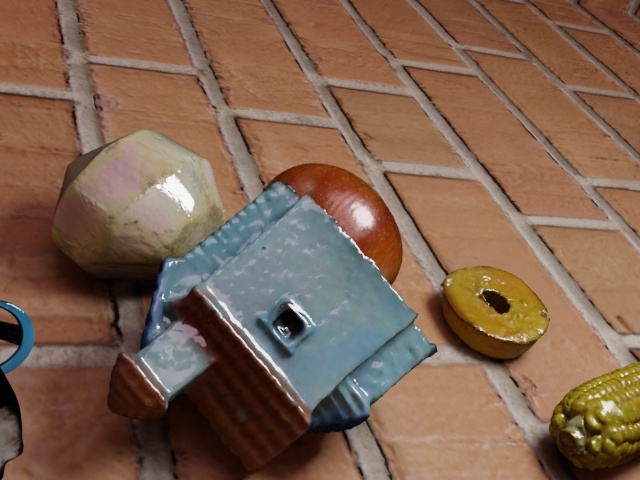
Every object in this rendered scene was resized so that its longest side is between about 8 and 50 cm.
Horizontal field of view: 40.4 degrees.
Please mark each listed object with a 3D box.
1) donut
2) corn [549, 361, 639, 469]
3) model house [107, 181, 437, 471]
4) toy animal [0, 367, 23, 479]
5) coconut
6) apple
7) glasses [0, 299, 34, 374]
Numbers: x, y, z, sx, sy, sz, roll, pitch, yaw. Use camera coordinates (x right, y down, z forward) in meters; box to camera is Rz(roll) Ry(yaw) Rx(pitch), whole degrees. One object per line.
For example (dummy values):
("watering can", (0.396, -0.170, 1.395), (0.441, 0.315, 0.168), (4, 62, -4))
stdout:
("donut", (0.266, 0.116, 1.352), (0.162, 0.065, 0.178), (5, 36, -13))
("corn", (0.452, 0.230, 1.227), (0.363, 0.120, 0.120), (-13, 45, -40))
("model house", (-0.091, 0.141, 1.026), (0.329, 0.252, 0.295), (-40, 87, -29))
("toy animal", (-0.455, 0.140, 0.792), (0.310, 0.251, 0.251), (34, 35, 16))
("coconut", (-0.259, -0.050, 1.202), (0.237, 0.197, 0.236), (13, 39, -11))
("apple", (0.000, 0.000, 1.259), (0.235, 0.210, 0.173), (20, 48, 40))
("glasses", (-0.459, 0.076, 0.997), (0.239, 0.102, 0.207), (2, 37, -25))
